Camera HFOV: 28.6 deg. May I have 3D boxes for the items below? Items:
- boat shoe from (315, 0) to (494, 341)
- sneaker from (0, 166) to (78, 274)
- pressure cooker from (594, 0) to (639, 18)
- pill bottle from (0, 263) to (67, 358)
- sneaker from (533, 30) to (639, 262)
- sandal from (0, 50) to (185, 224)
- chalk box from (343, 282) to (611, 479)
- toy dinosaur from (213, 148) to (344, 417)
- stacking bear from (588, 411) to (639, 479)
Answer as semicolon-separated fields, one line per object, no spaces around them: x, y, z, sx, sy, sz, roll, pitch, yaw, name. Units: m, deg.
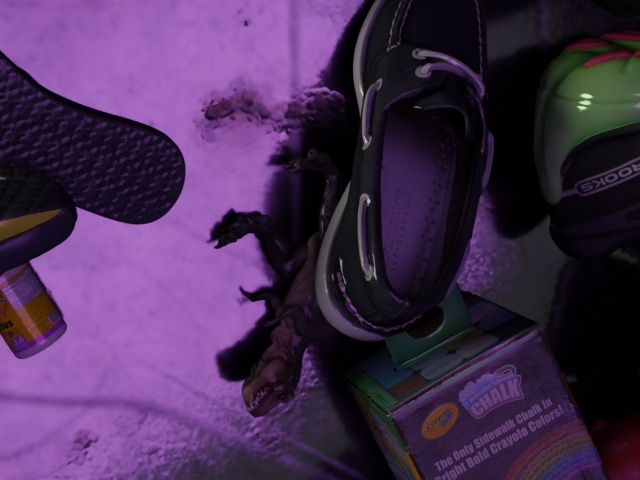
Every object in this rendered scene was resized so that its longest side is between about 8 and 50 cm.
0.077;-0.077;0.891;0.114;0.091;0.303;15;71;-19;boat shoe
-0.282;0.057;0.842;0.300;0.111;0.121;-31;117;10;sneaker
0.239;-0.402;0.784;0.375;0.370;0.420;-29;102;20;pressure cooker
-0.219;0.040;0.894;0.043;0.043;0.083;-32;103;-9;pill bottle
0.391;-0.052;0.997;0.482;0.185;0.202;3;109;-9;sneaker
-0.218;-0.081;0.882;0.254;0.054;0.097;28;96;-26;sandal
0.110;0.130;0.949;0.132;0.132;0.213;-28;102;-9;chalk box
0.000;0.000;0.943;0.118;0.064;0.268;41;81;-19;toy dinosaur
0.311;0.270;1.013;0.164;0.175;0.289;-27;93;-18;stacking bear
